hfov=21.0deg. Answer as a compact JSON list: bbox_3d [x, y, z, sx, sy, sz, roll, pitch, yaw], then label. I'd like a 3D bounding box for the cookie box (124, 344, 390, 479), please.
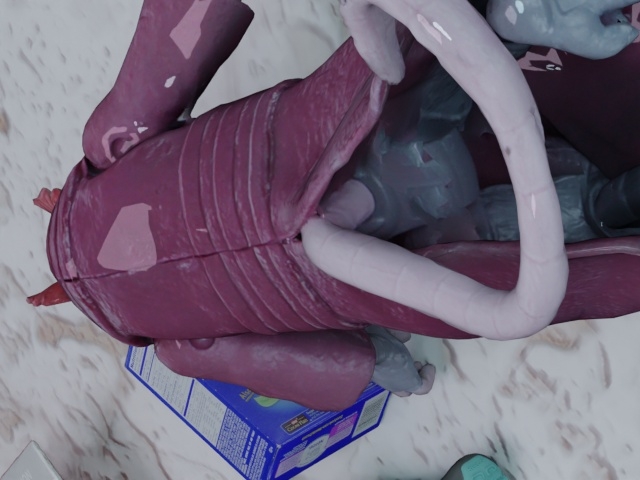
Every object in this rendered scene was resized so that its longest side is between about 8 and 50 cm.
[{"bbox_3d":[-0.032,0.068,0.889,0.107,0.092,0.040,40,132,25],"label":"cookie box"}]

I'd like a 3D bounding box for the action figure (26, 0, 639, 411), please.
[{"bbox_3d":[0.000,0.000,0.699,0.370,0.276,0.248,-14,107,35],"label":"action figure"}]

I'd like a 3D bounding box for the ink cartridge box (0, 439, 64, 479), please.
[{"bbox_3d":[-0.145,0.283,1.146,0.261,0.066,0.296,54,139,9],"label":"ink cartridge box"}]

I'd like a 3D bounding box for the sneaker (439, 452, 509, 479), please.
[{"bbox_3d":[0.037,0.150,0.888,0.076,0.065,0.166,51,137,19],"label":"sneaker"}]
